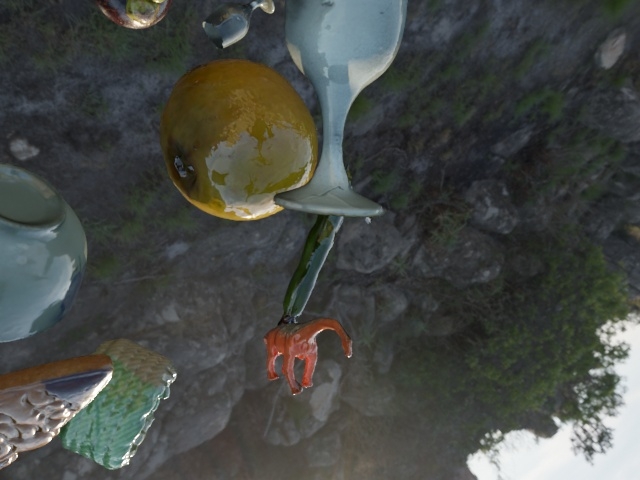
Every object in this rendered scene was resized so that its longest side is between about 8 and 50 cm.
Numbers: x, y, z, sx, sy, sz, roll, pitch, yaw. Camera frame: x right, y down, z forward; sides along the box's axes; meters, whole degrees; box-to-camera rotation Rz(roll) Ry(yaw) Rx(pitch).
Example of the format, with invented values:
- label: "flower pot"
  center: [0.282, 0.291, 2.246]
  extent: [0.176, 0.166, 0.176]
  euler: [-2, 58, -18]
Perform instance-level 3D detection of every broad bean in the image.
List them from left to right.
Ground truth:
- label: "broad bean"
  center: [0.000, -0.001, 0.733]
  extent: [0.060, 0.043, 0.297]
  euler: [92, 19, -64]

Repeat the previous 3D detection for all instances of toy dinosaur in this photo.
- label: "toy dinosaur"
  center: [-0.030, 0.144, 0.622]
  extent: [0.055, 0.101, 0.280]
  euler: [-3, 179, -32]

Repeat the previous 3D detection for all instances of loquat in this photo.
- label: "loquat"
  center: [-0.132, -0.167, 0.822]
  extent: [0.275, 0.275, 0.274]
  euler: [-32, 156, -16]

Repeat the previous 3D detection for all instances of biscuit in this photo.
- label: "biscuit"
  center: [-0.346, 0.193, 0.497]
  extent: [0.280, 0.043, 0.183]
  euler: [-21, 147, -5]

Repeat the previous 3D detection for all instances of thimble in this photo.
- label: "thimble"
  center: [-0.373, 0.292, 0.888]
  extent: [0.218, 0.150, 0.219]
  euler: [-63, -176, 7]

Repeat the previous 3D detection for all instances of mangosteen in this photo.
- label: "mangosteen"
  center: [-0.433, -0.596, 1.107]
  extent: [0.192, 0.217, 0.192]
  euler: [-9, 110, -28]

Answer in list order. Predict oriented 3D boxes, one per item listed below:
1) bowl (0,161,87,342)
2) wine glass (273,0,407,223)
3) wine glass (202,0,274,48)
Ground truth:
- label: "bowl"
  center: [-0.450, -0.016, 0.670]
  extent: [0.146, 0.289, 0.289]
  euler: [-44, 157, 21]
- label: "wine glass"
  center: [0.024, -0.182, 0.528]
  extent: [0.143, 0.143, 0.320]
  euler: [-7, 106, -51]
- label: "wine glass"
  center: [-0.278, -0.763, 1.631]
  extent: [0.241, 0.126, 0.126]
  euler: [-45, 159, -13]
